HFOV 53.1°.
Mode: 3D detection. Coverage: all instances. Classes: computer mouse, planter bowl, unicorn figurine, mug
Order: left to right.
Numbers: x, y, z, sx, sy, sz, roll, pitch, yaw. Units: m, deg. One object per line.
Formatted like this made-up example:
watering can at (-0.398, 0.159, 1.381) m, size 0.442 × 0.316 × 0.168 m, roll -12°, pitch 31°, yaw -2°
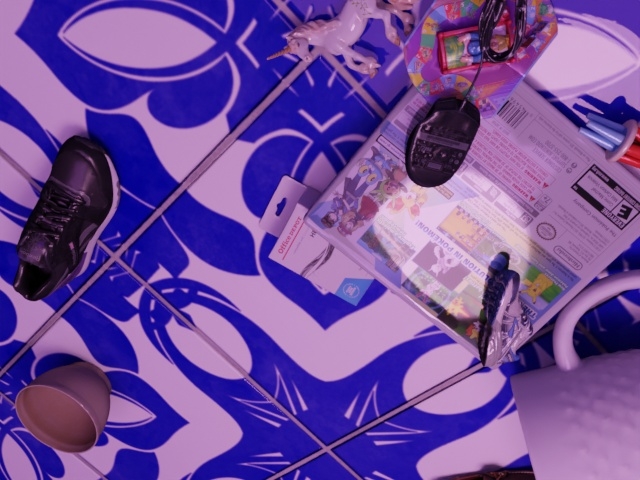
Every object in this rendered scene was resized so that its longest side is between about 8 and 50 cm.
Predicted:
planter bowl at (-0.453, 0.291, 1.172) m, size 0.162 × 0.109 × 0.162 m, roll 8°, pitch 121°, yaw 12°
unicorn figurine at (0.033, -0.244, 0.755) m, size 0.111 × 0.060 × 0.162 m, roll 38°, pitch 106°, yaw -6°
computer mouse at (0.154, -0.164, 0.696) m, size 0.071 × 0.041 × 0.242 m, roll 15°, pitch 121°, yaw -14°
mug at (0.424, 0.221, 0.797) m, size 0.328 × 0.276 × 0.373 m, roll -17°, pitch 87°, yaw 14°

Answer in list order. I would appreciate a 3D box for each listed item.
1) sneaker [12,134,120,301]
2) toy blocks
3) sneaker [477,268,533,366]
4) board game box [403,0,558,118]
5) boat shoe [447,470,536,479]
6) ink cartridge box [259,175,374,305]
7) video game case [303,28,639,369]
sneaker at (-0.390, -0.019, 0.966) m, size 0.107 × 0.124 × 0.283 m, roll 27°, pitch 123°, yaw 0°
toy blocks at (0.376, -0.129, 0.704) m, size 0.148 × 0.054 × 0.123 m, roll 26°, pitch 111°, yaw -1°
sneaker at (0.235, 0.096, 0.798) m, size 0.058 × 0.052 × 0.135 m, roll 2°, pitch 117°, yaw -4°
board game box at (0.174, -0.217, 0.699) m, size 0.133 × 0.033 × 0.168 m, roll 34°, pitch 106°, yaw -6°
boat shoe at (0.281, 0.413, 1.044) m, size 0.207 × 0.073 × 0.073 m, roll -26°, pitch 111°, yaw 27°
ink cartridge box at (0.000, 0.000, 0.896) m, size 0.180 × 0.060 × 0.104 m, roll 29°, pitch 122°, yaw -1°
video game case at (0.196, -0.036, 0.796) m, size 0.329 × 0.036 × 0.300 m, roll 38°, pitch 109°, yaw -7°
